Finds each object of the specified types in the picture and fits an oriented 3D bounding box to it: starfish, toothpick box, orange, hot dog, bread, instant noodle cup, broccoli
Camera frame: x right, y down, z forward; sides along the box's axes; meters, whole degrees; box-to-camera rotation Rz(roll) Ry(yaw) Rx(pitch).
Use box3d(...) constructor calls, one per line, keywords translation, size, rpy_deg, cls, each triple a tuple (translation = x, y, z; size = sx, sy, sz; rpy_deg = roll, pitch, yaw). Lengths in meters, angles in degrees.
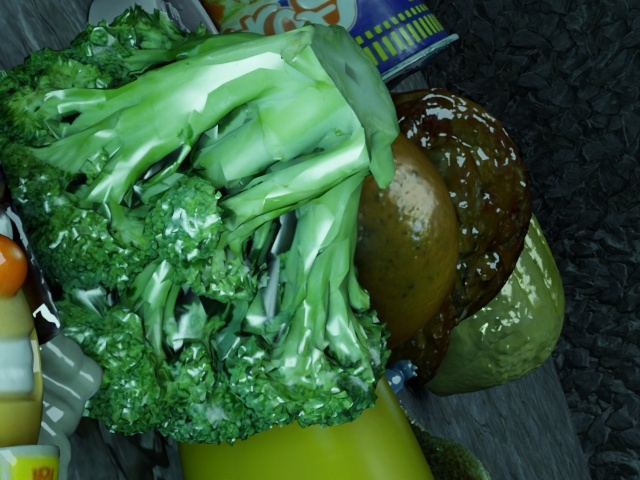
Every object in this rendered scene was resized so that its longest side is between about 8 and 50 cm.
box3d(translation=(0.046, 0.153, 1.354), size=(0.358, 0.078, 0.347), rpy_deg=(51, -6, 17), cls="starfish")
box3d(translation=(-0.009, 0.172, 0.914), size=(0.175, 0.175, 0.271), rpy_deg=(43, 24, -61), cls="toothpick box")
box3d(translation=(0.000, 0.000, 1.103), size=(0.171, 0.240, 0.240), rpy_deg=(-44, 114, -41), cls="orange")
box3d(translation=(0.121, 0.012, 1.483), size=(0.267, 0.174, 0.387), rpy_deg=(-48, 147, -30), cls="hot dog")
box3d(translation=(0.199, 0.048, 1.807), size=(0.320, 0.237, 0.320), rpy_deg=(57, 15, -24), cls="bread")
box3d(translation=(-0.048, -0.272, 1.384), size=(0.312, 0.284, 0.284), rpy_deg=(59, 13, -2), cls="instant noodle cup")
box3d(translation=(-0.066, -0.018, 0.790), size=(0.308, 0.275, 0.307), rpy_deg=(34, 41, -36), cls="broccoli")

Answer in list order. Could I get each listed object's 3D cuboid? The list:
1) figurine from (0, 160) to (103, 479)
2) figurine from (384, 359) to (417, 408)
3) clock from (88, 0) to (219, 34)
box3d(translation=(-0.168, 0.070, 0.506), size=(0.308, 0.143, 0.308), rpy_deg=(163, -90, -85), cls="figurine")
box3d(translation=(0.044, 0.171, 1.127), size=(0.178, 0.145, 0.114), rpy_deg=(-41, 140, -51), cls="figurine")
box3d(translation=(-0.132, -0.147, 1.197), size=(0.197, 0.068, 0.197), rpy_deg=(60, 15, -28), cls="clock")
